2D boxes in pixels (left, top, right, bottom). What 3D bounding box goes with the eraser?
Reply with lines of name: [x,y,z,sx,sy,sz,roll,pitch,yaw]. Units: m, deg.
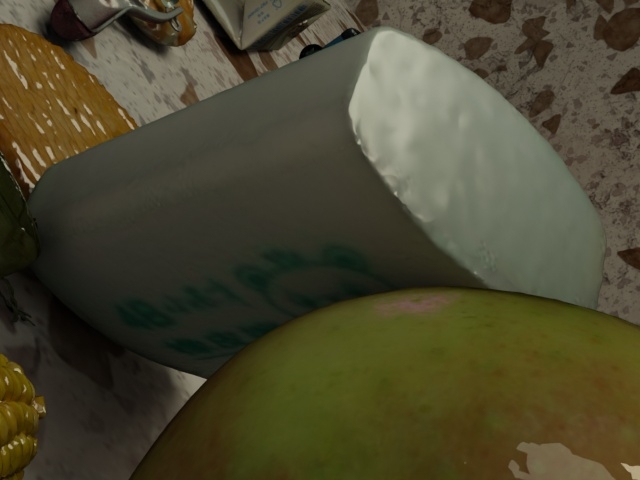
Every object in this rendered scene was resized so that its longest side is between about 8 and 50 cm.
eraser: [-0.018,-0.002,0.601,0.189,0.290,0.104,40,56,-30]

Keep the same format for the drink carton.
drink carton: [-0.101,-0.392,1.631,0.194,0.132,0.324,54,12,-4]

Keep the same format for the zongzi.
zongzi: [-0.198,-0.034,0.621,0.154,0.062,0.130,54,0,-34]

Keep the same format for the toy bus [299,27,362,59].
toy bus: [-0.008,-0.158,1.285,0.106,0.185,0.090,62,15,17]

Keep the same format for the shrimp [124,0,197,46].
shrimp: [-0.239,-0.328,1.158,0.317,0.062,0.164,49,20,-29]

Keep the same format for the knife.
knife: [-0.200,-0.221,1.040,0.123,0.053,0.278,53,20,-15]

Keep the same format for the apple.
apple: [0.056,0.176,0.441,0.319,0.319,0.277,58,12,11]

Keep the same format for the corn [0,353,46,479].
corn: [-0.178,0.076,0.326,0.106,0.106,0.293,57,9,6]

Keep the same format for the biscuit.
biscuit: [-0.166,-0.046,0.782,0.254,0.035,0.254,52,15,-20]
